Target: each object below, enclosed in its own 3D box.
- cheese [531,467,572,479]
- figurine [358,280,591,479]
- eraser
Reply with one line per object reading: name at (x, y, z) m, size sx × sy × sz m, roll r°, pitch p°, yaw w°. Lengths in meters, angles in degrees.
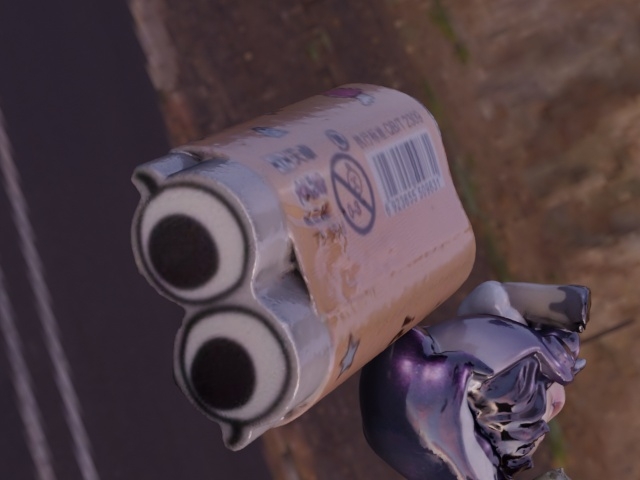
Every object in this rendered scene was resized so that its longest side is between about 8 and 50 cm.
cheese at (0.128, 0.250, 1.262) m, size 0.097 × 0.192 × 0.037 m, roll 38°, pitch 7°, yaw -33°
figurine at (0.110, 0.100, 1.278) m, size 0.145 × 0.145 × 0.222 m, roll 64°, pitch 32°, yaw -13°
eraser at (0.000, 0.000, 1.101) m, size 0.290 × 0.087 × 0.171 m, roll -30°, pitch 101°, yaw -63°
